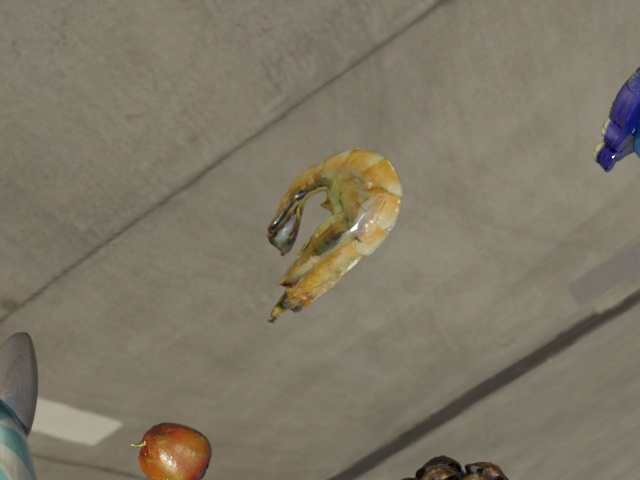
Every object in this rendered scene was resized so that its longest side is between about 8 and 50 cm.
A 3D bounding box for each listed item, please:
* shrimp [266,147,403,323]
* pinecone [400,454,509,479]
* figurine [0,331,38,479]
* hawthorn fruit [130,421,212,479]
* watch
[{"bbox_3d":[-0.008,-0.014,1.146,0.254,0.145,0.059,-42,159,20],"label":"shrimp"},{"bbox_3d":[0.197,0.440,1.368,0.244,0.244,0.309,-20,174,-15],"label":"pinecone"},{"bbox_3d":[-0.437,0.231,0.865,0.267,0.377,0.361,-4,165,19],"label":"figurine"},{"bbox_3d":[-0.153,0.225,0.961,0.077,0.077,0.077,-22,150,-13],"label":"hawthorn fruit"},{"bbox_3d":[0.478,-0.135,1.163,0.196,0.200,0.171,-19,143,-35],"label":"watch"}]
